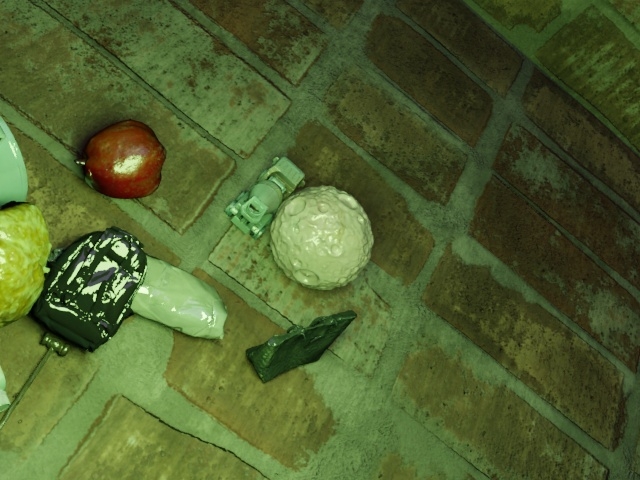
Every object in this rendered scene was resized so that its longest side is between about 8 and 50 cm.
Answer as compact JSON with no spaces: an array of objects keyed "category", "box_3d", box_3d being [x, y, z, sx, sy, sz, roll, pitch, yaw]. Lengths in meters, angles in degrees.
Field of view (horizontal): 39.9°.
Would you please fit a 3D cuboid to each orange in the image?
[{"category":"orange","box_3d":[-0.657,0.083,1.640,0.369,0.271,0.210,-38,99,-40]}]

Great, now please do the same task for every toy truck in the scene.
[{"category":"toy truck","box_3d":[-0.132,-0.112,2.203,0.108,0.140,0.256,43,47,-4]}]

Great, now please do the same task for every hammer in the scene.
[{"category":"hammer","box_3d":[-0.582,0.304,1.712,0.058,0.029,0.292,33,50,-10]}]

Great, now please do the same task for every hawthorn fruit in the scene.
[{"category":"hawthorn fruit","box_3d":[-0.459,-0.180,2.002,0.202,0.185,0.185,-9,67,-33]}]

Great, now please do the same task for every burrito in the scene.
[{"category":"burrito","box_3d":[-0.400,0.092,1.916,0.445,0.101,0.139,24,56,-20]}]

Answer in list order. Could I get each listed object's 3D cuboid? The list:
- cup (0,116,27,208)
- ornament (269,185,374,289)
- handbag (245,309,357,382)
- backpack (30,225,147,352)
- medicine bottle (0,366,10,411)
[{"category":"cup","box_3d":[-0.745,-0.108,1.669,0.311,0.331,0.256,-34,125,-40]},{"category":"ornament","box_3d":[0.000,0.000,2.144,0.259,0.259,0.225,30,56,-15]},{"category":"handbag","box_3d":[-0.049,0.231,2.018,0.270,0.175,0.088,-16,70,-42]},{"category":"backpack","box_3d":[-0.459,0.091,1.780,0.206,0.133,0.258,36,82,-19]},{"category":"medicine bottle","box_3d":[-0.630,0.267,1.664,0.055,0.074,0.118,-13,69,-40]}]
